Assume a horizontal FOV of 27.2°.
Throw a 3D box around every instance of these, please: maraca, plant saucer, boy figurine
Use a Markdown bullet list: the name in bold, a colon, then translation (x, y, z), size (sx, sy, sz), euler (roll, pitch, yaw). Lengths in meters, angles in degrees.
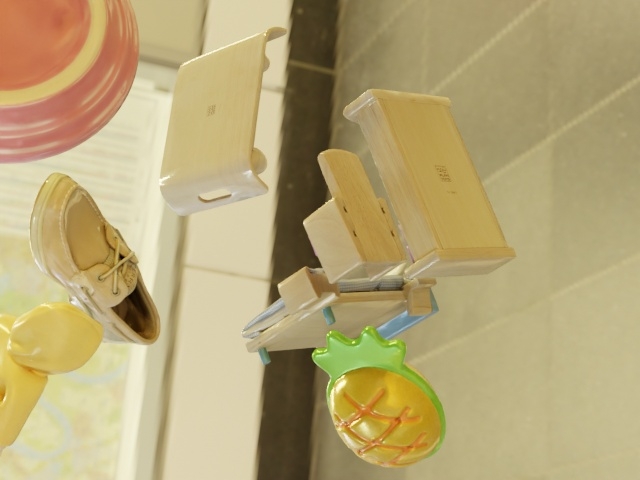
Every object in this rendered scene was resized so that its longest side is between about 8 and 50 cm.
- **maraca**: translation (0.063, 0.165, 1.395), size (0.099, 0.127, 0.185), euler (-67, -40, -52)
- **plant saucer**: translation (-0.391, -0.259, 1.643), size (0.084, 0.332, 0.332), euler (112, 162, -66)
- **boy figurine**: translation (-0.356, 0.155, 1.488), size (0.285, 0.092, 0.177), euler (-44, 41, 22)

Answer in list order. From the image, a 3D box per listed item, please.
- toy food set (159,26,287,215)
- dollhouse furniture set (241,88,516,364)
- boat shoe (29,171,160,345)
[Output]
- **toy food set**: translation (-0.158, -0.207, 2.291), size (0.220, 0.092, 0.306), euler (-13, 61, 40)
- **dollhouse furniture set**: translation (0.000, 0.000, 1.438), size (0.303, 0.286, 0.198), euler (-35, 67, 37)
- **boat shoe**: translation (-0.263, 0.030, 1.595), size (0.302, 0.098, 0.109), euler (78, -150, -52)
